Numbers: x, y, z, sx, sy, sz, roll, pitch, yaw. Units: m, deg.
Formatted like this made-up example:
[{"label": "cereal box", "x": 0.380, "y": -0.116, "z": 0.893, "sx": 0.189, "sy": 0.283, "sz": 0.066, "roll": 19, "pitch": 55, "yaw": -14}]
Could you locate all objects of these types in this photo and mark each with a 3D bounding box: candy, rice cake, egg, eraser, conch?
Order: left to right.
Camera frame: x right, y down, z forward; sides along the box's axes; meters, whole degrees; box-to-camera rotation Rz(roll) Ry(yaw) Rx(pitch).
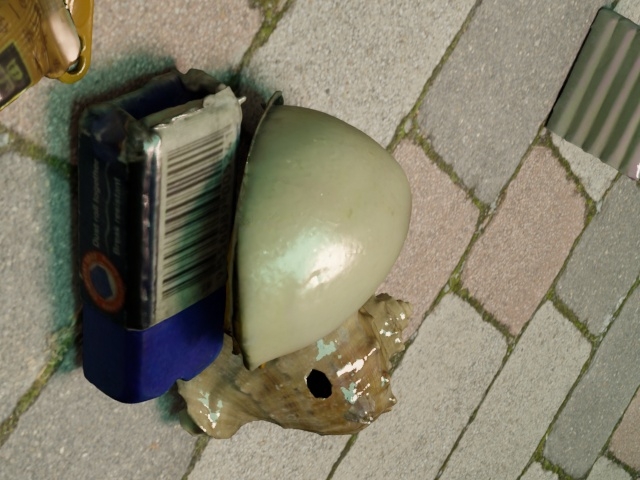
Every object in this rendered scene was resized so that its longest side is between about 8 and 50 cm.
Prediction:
[{"label": "candy", "x": -0.298, "y": -0.135, "z": 1.064, "sx": 0.271, "sy": 0.101, "sz": 0.143, "roll": -48, "pitch": 140, "yaw": -31}, {"label": "eraser", "x": -0.161, "y": -0.004, "z": 1.345, "sx": 0.155, "sy": 0.101, "sz": 0.332, "roll": -29, "pitch": 137, "yaw": -42}, {"label": "conch", "x": -0.013, "y": 0.127, "z": 1.592, "sx": 0.324, "sy": 0.186, "sz": 0.263, "roll": -34, "pitch": 117, "yaw": -40}, {"label": "egg", "x": 0.000, "y": -0.004, "z": 1.393, "sx": 0.264, "sy": 0.174, "sz": 0.286, "roll": 89, "pitch": 13, "yaw": -48}, {"label": "rice cake", "x": 0.436, "y": -0.213, "z": 1.943, "sx": 0.037, "sy": 0.189, "sz": 0.198, "roll": 12, "pitch": 112, "yaw": -58}]

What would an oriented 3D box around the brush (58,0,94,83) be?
[{"label": "brush", "x": -0.206, "y": -0.263, "z": 1.166, "sx": 0.103, "sy": 0.013, "sz": 0.272, "roll": -20, "pitch": 130, "yaw": -45}]
